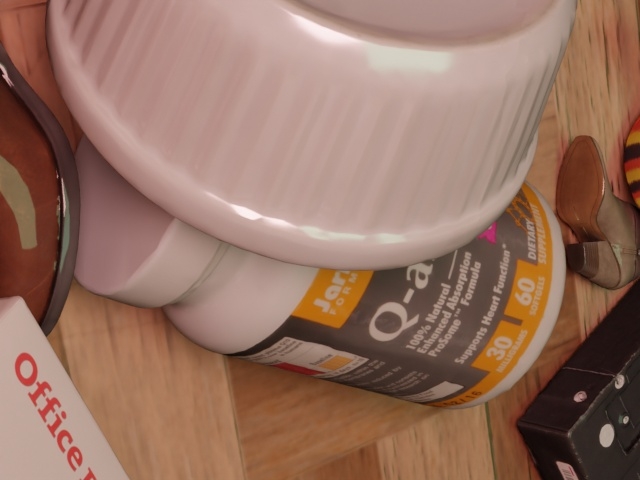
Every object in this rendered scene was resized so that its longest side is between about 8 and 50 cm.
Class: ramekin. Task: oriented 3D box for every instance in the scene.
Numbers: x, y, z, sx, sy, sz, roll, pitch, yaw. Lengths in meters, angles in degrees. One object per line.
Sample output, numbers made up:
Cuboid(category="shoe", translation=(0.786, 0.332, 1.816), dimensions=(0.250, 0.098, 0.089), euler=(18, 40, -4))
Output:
Cuboid(category="ramekin", translation=(0.005, -0.127, 0.741), dimensions=(0.272, 0.127, 0.273), euler=(12, 49, -14))

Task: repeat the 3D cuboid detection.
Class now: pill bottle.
Cuboid(category="pill bottle", translation=(0.000, 0.000, 0.869), dimensions=(0.278, 0.162, 0.162), euler=(18, 83, -38))

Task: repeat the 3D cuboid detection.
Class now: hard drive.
Cuboid(category="hard drive", translation=(0.316, 0.129, 1.211), dimensions=(0.339, 0.064, 0.237), euler=(-44, 120, -27))

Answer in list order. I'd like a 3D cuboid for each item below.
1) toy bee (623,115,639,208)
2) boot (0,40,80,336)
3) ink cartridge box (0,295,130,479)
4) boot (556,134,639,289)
Cuboid(category="toy bee", translation=(0.338, -0.140, 1.170), dimensions=(0.298, 0.162, 0.195), euler=(-34, 136, -12))
Cuboid(category="boot", translation=(-0.262, -0.054, 0.692), dimensions=(0.280, 0.096, 0.264), euler=(-14, 104, -37))
Cuboid(category="ink cartridge box", translation=(-0.215, 0.164, 0.664), dimensions=(0.233, 0.168, 0.171), euler=(-53, 127, -47))
Cuboid(category="boot", translation=(0.223, -0.021, 1.139), dimensions=(0.087, 0.042, 0.119), euler=(0, 96, -46))
